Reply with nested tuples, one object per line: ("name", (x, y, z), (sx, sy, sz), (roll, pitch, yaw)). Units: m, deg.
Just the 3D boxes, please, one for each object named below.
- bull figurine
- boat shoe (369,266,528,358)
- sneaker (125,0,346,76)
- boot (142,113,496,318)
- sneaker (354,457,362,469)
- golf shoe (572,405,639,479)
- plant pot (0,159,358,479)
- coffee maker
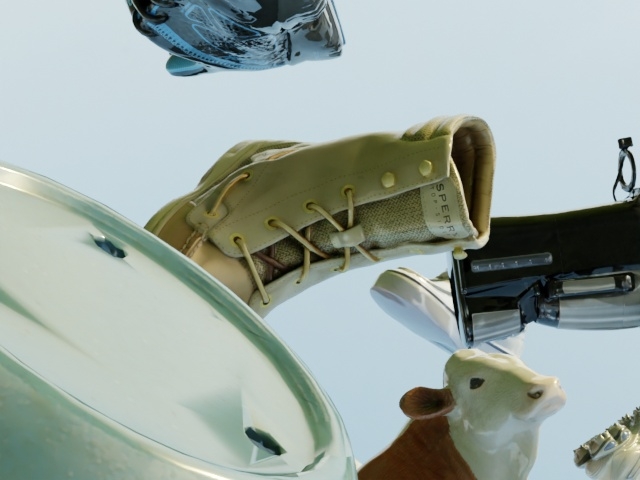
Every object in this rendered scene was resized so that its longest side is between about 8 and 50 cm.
("bull figurine", (0.045, 0.204, 0.948), (0.310, 0.101, 0.188), (-38, -120, 19))
("boat shoe", (0.142, 0.070, 1.724), (0.095, 0.258, 0.084), (19, -101, 36))
("sneaker", (-0.070, -0.173, 1.048), (0.139, 0.341, 0.125), (-15, -104, 4))
("boot", (0.000, 0.000, 1.072), (0.203, 0.095, 0.262), (-6, -154, 27))
("sneaker", (0.035, 0.205, 1.216), (0.057, 0.161, 0.075), (-36, -177, 24))
("golf shoe", (0.341, 0.214, 1.672), (0.176, 0.086, 0.069), (-28, 168, -33))
("plant pot", (-0.100, 0.093, 0.400), (0.195, 0.290, 0.290), (-55, -154, 13))
("coffee maker", (0.205, 0.009, 1.478), (0.178, 0.120, 0.171), (-5, -118, -1))
